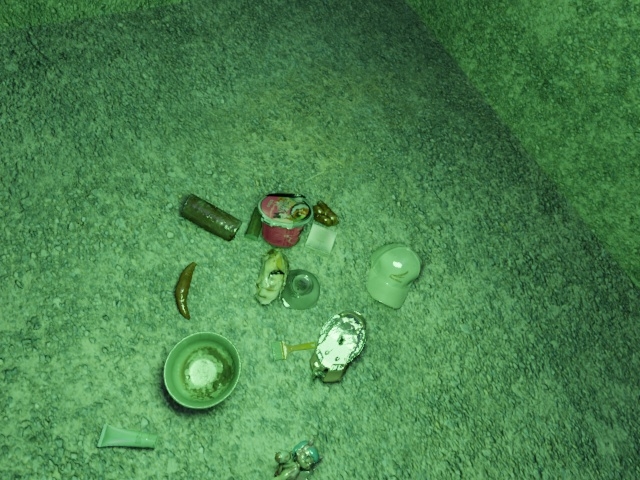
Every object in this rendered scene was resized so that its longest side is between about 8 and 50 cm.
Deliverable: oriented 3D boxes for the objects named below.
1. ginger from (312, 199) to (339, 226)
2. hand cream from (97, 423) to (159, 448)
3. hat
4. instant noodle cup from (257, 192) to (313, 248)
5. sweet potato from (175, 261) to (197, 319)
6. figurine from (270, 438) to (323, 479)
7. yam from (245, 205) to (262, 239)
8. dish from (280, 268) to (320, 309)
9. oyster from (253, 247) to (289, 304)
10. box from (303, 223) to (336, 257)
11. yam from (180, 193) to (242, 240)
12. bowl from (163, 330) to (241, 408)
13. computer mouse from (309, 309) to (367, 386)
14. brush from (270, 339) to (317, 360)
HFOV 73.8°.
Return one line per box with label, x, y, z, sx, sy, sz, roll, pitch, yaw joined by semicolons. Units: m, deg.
ginger;0.014;-0.127;2.162;0.103;0.073;0.162;-28;69;-39
hand cream;-0.706;0.730;1.573;0.205;0.050;0.078;10;63;-7
hat;0.356;0.172;2.060;0.258;0.168;0.301;24;61;-2
instant noodle cup;-0.175;-0.081;1.997;0.258;0.181;0.302;35;42;25
sweet potato;-0.588;0.213;1.843;0.078;0.058;0.255;14;65;-32
figurine;-0.123;0.863;1.631;0.260;0.103;0.205;-36;104;-22
yam;-0.312;-0.080;2.052;0.068;0.068;0.169;18;58;-7
dish;-0.099;0.204;1.969;0.224;0.078;0.246;-37;79;-26
oyster;-0.205;0.163;1.915;0.271;0.275;0.100;-55;132;-16
box;0.000;0.000;2.108;0.130;0.051;0.129;22;61;-6
yam;-0.510;-0.102;1.977;0.280;0.131;0.131;30;61;-3
bowl;-0.463;0.515;1.684;0.289;0.146;0.289;5;66;-12
computer mouse;0.072;0.481;1.871;0.199;0.115;0.389;29;71;18
brush;-0.113;0.474;1.877;0.205;0.011;0.083;-4;66;-18
